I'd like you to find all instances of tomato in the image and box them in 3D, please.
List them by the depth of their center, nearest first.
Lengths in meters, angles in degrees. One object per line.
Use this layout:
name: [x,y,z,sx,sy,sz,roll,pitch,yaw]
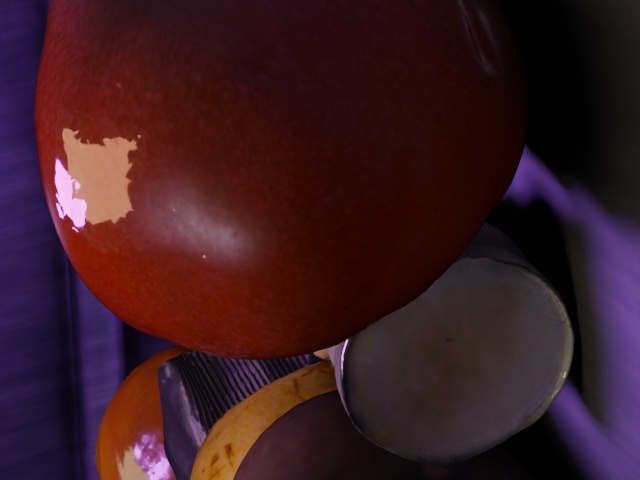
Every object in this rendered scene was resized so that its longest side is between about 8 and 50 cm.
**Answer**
tomato: [-0.030,-0.091,1.137,0.273,0.341,0.341,64,175,-37]

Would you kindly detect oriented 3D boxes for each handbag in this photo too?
handbag: [-0.035,0.263,1.973,0.247,0.240,0.341,86,162,-49]

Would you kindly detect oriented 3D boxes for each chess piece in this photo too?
chess piece: [0.058,0.009,1.354,0.330,0.182,0.182,-118,14,-56]

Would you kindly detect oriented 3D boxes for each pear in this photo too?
pear: [0.005,0.261,1.692,0.281,0.280,0.281,161,90,-78]

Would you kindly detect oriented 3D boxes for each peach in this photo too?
peach: [-0.156,0.295,2.405,0.343,0.342,0.302,103,168,-69]

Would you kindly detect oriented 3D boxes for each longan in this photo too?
longan: [0.059,0.279,1.421,0.319,0.319,0.319,161,90,-78]

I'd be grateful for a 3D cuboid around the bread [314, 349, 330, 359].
bread: [0.000,0.000,1.768,0.246,0.094,0.102,68,159,12]
